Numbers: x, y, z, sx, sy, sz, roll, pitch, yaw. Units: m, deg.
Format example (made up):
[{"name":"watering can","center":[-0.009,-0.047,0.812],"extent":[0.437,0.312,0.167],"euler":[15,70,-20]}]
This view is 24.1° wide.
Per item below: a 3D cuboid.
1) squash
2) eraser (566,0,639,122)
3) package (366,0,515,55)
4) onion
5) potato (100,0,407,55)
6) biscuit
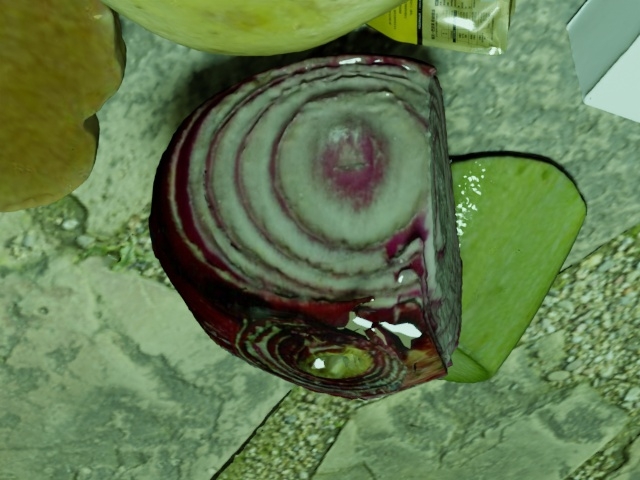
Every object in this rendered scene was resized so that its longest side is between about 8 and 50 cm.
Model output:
[{"name":"squash","center":[0.110,0.017,1.211],"extent":[0.237,0.155,0.204],"euler":[34,166,-39]},{"name":"eraser","center":[0.265,-0.192,0.905],"extent":[0.078,0.076,0.298],"euler":[15,138,-21]},{"name":"package","center":[0.057,-0.162,0.923],"extent":[0.131,0.047,0.071],"euler":[13,143,11]},{"name":"onion","center":[-0.005,0.000,1.038],"extent":[0.207,0.216,0.206],"euler":[4,155,11]},{"name":"potato","center":[-0.027,-0.199,0.782],"extent":[0.285,0.242,0.242],"euler":[-22,138,13]},{"name":"biscuit","center":[-0.263,-0.149,0.948],"extent":[0.269,0.051,0.376],"euler":[-6,141,8]}]
